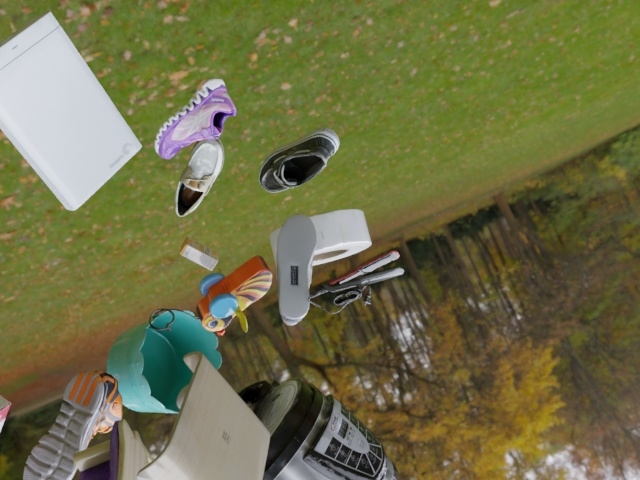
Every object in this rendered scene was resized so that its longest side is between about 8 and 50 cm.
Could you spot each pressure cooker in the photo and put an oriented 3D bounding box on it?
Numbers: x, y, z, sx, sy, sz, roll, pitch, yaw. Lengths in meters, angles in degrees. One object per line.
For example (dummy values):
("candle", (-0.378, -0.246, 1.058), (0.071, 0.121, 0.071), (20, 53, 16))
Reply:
("pressure cooker", (-0.074, 0.532, 1.521), (0.375, 0.420, 0.370), (-48, -174, -21))

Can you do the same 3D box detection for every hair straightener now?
("hair straightener", (0.079, 0.104, 1.461), (0.230, 0.089, 0.047), (-22, 151, 13))

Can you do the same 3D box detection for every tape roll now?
("tape roll", (0.000, 0.000, 1.879), (0.286, 0.100, 0.286), (-13, 170, -2))

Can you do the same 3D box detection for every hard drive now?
("hard drive", (-0.564, -0.272, 1.416), (0.047, 0.353, 0.233), (8, -131, 39))

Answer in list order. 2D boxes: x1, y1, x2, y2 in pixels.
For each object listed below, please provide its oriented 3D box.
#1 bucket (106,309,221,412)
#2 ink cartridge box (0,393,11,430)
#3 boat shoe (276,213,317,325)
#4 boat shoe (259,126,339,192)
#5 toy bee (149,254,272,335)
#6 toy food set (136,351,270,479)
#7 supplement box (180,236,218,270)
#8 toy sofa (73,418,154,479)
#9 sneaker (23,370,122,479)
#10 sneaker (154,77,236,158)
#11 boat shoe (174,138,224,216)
("bucket", (-0.423, 0.335, 1.779), (0.183, 0.281, 0.281), (-16, -179, 38))
("ink cartridge box", (-0.851, 0.430, 1.538), (0.237, 0.172, 0.100), (-59, 172, 26))
("boat shoe", (-0.060, 0.071, 1.564), (0.096, 0.268, 0.088), (3, 157, -11))
("boat shoe", (-0.085, -0.209, 1.866), (0.335, 0.121, 0.119), (-31, -156, 48))
("toy bee", (-0.249, 0.155, 1.635), (0.298, 0.195, 0.162), (-13, 141, 8))
("toy food set", (-0.199, 0.360, 1.141), (0.092, 0.220, 0.306), (-29, -159, 17))
("supplement box", (-0.327, 0.035, 1.777), (0.036, 0.098, 0.062), (-56, -160, 13))
("toy sofa", (-0.427, 0.543, 1.300), (0.150, 0.177, 0.363), (-22, -149, -2))
("sneaker", (-0.566, 0.471, 1.567), (0.321, 0.124, 0.180), (-63, 163, -10))
("sneaker", (-0.291, -0.269, 1.559), (0.236, 0.104, 0.095), (-43, 174, 11))
("boat shoe", (-0.390, -0.197, 2.099), (0.103, 0.113, 0.302), (-78, -167, -51))
